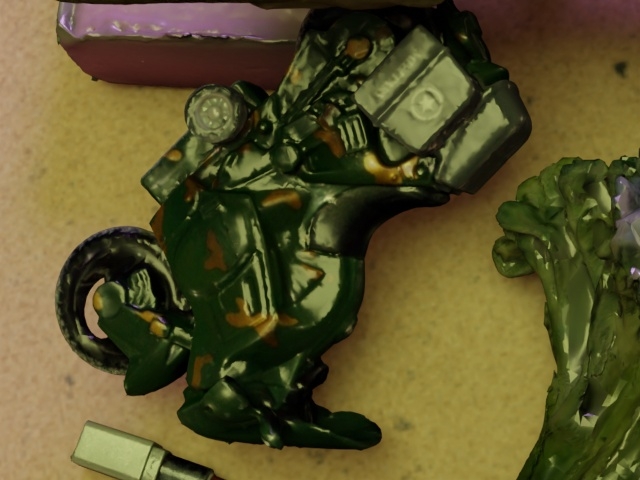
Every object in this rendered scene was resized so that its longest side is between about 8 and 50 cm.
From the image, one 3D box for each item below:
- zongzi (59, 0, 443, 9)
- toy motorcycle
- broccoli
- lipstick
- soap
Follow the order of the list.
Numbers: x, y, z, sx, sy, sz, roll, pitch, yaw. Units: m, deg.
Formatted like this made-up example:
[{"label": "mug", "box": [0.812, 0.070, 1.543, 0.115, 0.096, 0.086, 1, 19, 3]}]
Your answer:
[{"label": "zongzi", "box": [0.107, -0.159, 0.833, 0.356, 0.174, 0.393, 23, 46, 13]}, {"label": "toy motorcycle", "box": [0.000, 0.000, 0.939, 0.187, 0.125, 0.275, 46, 101, 12]}, {"label": "broccoli", "box": [0.131, 0.063, 0.903, 0.275, 0.177, 0.198, -39, 73, 15]}, {"label": "lipstick", "box": [-0.081, 0.126, 0.998, 0.107, 0.025, 0.025, 17, 79, 14]}, {"label": "soap", "box": [-0.042, -0.219, 1.058, 0.181, 0.081, 0.259, 2, 73, 13]}]
